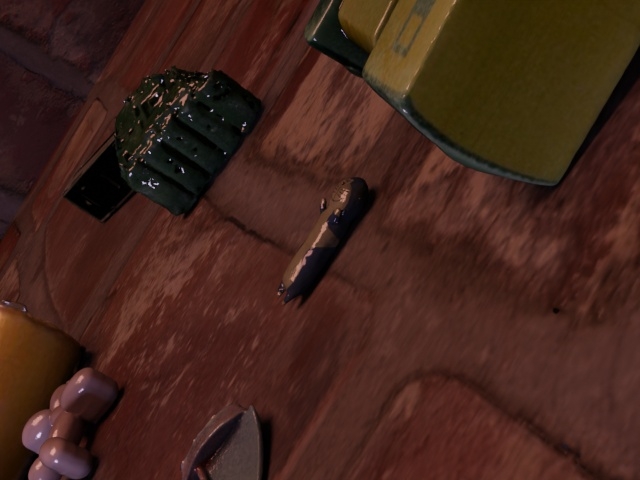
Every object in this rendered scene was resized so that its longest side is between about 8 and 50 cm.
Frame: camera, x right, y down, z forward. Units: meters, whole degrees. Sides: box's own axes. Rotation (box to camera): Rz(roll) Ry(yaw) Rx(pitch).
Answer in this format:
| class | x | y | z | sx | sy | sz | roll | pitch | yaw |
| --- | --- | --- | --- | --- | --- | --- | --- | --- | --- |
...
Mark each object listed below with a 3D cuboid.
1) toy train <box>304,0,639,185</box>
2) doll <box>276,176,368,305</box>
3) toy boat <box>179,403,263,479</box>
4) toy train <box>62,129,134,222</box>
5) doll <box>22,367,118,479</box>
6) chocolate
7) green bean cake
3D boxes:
| class | x | y | z | sx | sy | sz | roll | pitch | yaw |
| --- | --- | --- | --- | --- | --- | --- | --- | --- | --- |
| toy train | 0.113 | -0.205 | 0.732 | 0.253 | 0.160 | 0.397 | -61 | 20 | 13 |
| doll | 0.000 | 0.000 | 0.867 | 0.125 | 0.027 | 0.037 | -56 | 29 | 7 |
| toy boat | -0.063 | 0.182 | 0.774 | 0.096 | 0.034 | 0.122 | -56 | 30 | 7 |
| toy train | -0.277 | -0.155 | 1.620 | 0.407 | 0.086 | 0.088 | -33 | 27 | 48 |
| doll | -0.294 | 0.216 | 1.187 | 0.160 | 0.059 | 0.161 | -36 | 31 | 42 |
| chocolate | -0.449 | 0.301 | 1.319 | 0.162 | 0.162 | 0.445 | -19 | 49 | 59 |
| green bean cake | -0.182 | -0.162 | 1.351 | 0.193 | 0.107 | 0.208 | -52 | 30 | 17 |
